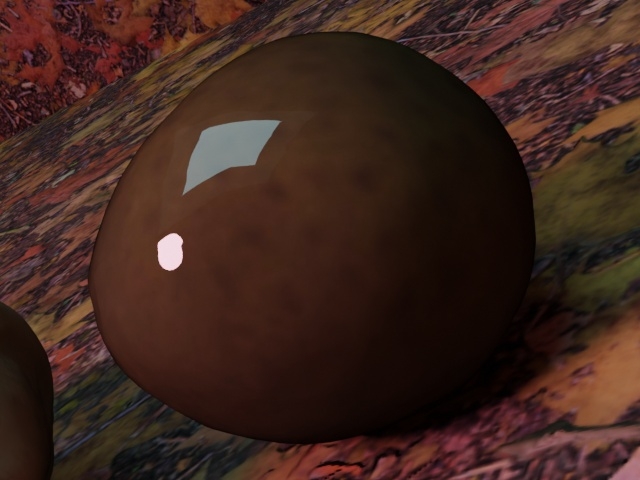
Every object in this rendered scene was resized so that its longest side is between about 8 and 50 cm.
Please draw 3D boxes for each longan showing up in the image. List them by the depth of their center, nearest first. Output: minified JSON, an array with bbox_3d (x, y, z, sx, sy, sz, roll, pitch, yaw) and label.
[{"bbox_3d":[0.000,0.000,0.602,0.197,0.196,0.220,-13,18,48],"label":"longan"}]

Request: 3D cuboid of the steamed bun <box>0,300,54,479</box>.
[{"bbox_3d":[-0.331,0.117,0.671,0.394,0.237,0.347,-31,-2,34],"label":"steamed bun"}]
